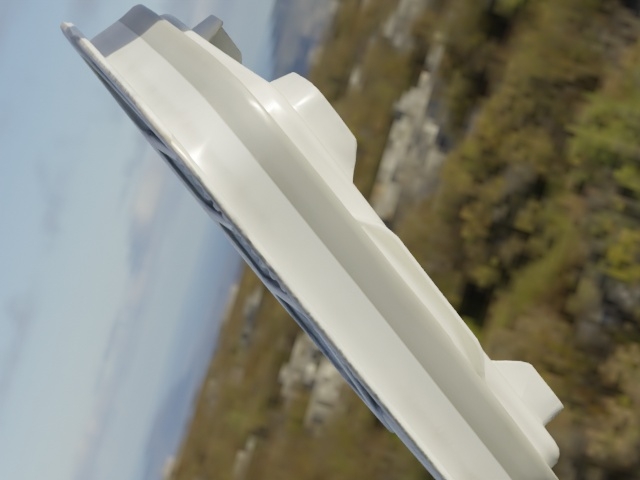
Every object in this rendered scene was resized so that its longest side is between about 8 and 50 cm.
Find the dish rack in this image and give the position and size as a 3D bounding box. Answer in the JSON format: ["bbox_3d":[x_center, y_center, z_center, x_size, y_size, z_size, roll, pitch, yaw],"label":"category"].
[{"bbox_3d":[0.000,0.000,0.965,0.072,0.285,0.333,-39,19,-2],"label":"dish rack"}]
